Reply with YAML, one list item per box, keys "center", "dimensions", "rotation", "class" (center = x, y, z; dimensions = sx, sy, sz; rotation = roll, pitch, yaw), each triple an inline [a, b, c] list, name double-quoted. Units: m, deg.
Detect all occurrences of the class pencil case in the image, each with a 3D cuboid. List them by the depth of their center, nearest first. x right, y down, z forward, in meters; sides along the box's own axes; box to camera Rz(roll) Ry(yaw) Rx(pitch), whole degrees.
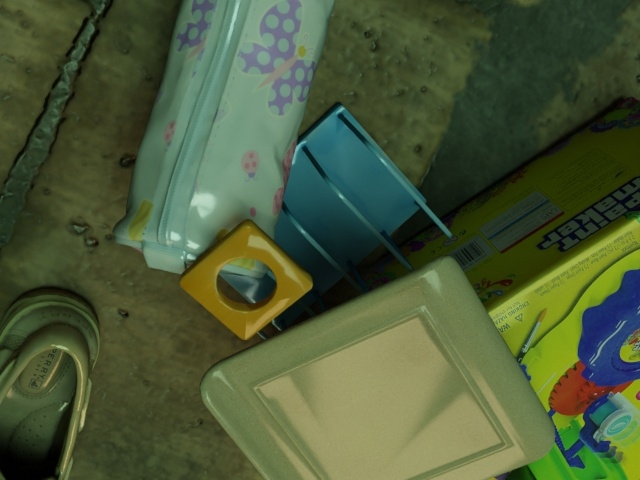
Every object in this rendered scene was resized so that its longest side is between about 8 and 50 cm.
- center: [-0.057, -0.110, 0.681]
  dimensions: [0.113, 0.124, 0.273]
  rotation: [15, 91, -4]
  class: "pencil case"

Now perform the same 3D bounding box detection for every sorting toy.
- center: [0.041, 0.112, 0.694]
  dimensions: [0.196, 0.047, 0.348]
  rotation: [-28, 116, 12]
  class: "sorting toy"

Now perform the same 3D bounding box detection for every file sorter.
- center: [0.000, 0.000, 0.787]
  dimensions: [0.170, 0.104, 0.118]
  rotation: [-42, 115, 5]
  class: "file sorter"

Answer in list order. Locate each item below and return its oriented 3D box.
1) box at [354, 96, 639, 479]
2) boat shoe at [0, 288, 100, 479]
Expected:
- center: [0.234, 0.087, 0.831]
  dimensions: [0.290, 0.177, 0.279]
  rotation: [-34, 113, 3]
  class: "box"
- center: [-0.257, 0.189, 0.802]
  dimensions: [0.109, 0.098, 0.302]
  rotation: [20, 106, -21]
  class: "boat shoe"
